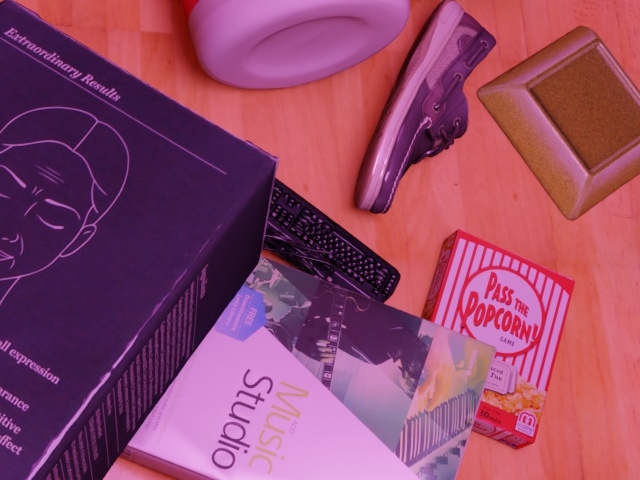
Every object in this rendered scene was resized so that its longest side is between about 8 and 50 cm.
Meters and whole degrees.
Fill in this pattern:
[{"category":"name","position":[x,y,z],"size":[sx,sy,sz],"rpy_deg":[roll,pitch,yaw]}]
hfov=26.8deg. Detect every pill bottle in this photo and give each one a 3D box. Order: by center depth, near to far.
[{"category":"pill bottle","position":[-0.065,-0.385,1.414],"size":[0.229,0.229,0.408],"rpy_deg":[-10,75,-22]}]

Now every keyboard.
[{"category":"keyboard","position":[0.000,0.000,1.393],"size":[0.192,0.038,0.100],"rpy_deg":[36,44,-4]}]

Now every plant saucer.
[{"category":"plant saucer","position":[0.308,-0.148,1.562],"size":[0.188,0.045,0.188],"rpy_deg":[-33,85,-26]}]

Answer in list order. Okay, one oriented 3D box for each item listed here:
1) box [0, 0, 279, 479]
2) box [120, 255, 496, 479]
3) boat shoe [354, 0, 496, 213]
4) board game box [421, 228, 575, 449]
[{"category":"box","position":[-0.268,0.042,1.173],"size":[0.293,0.212,0.395],"rpy_deg":[32,64,9]},{"category":"box","position":[-0.012,0.155,1.310],"size":[0.322,0.058,0.232],"rpy_deg":[21,66,-1]},{"category":"boat shoe","position":[0.120,-0.142,1.465],"size":[0.092,0.103,0.285],"rpy_deg":[26,59,-4]},{"category":"board game box","position":[0.178,0.104,1.428],"size":[0.146,0.045,0.193],"rpy_deg":[23,66,-10]}]
